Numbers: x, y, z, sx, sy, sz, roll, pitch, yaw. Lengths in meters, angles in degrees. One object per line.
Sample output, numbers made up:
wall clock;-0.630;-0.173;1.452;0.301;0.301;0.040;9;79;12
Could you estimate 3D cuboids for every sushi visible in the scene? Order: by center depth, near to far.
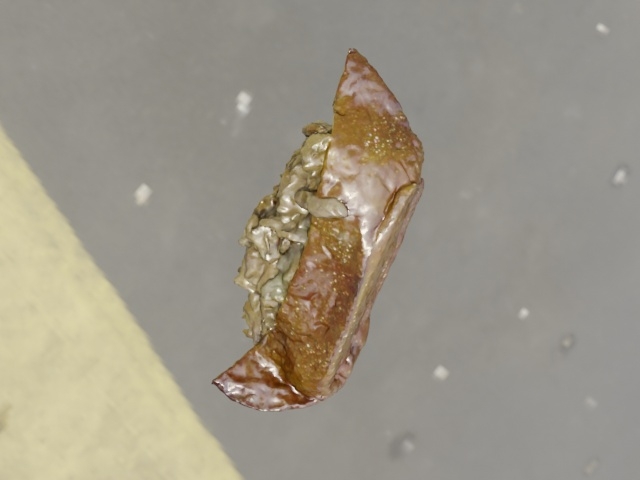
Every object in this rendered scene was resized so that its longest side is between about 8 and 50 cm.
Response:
sushi;0.000;0.000;0.561;0.052;0.055;0.120;-46;160;-54
